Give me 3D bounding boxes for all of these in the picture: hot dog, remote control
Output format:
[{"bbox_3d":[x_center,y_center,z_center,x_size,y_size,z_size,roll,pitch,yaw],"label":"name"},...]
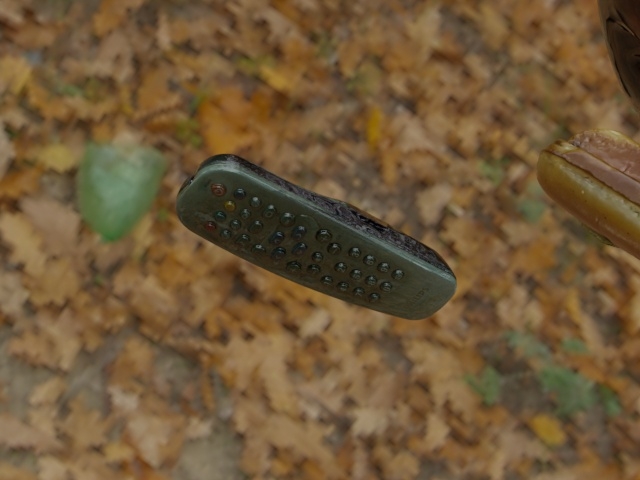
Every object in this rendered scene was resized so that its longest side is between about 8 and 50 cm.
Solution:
[{"bbox_3d":[0.384,-0.016,2.055,0.135,0.100,0.337,-16,41,-40],"label":"hot dog"},{"bbox_3d":[0.000,0.000,1.313,0.222,0.072,0.042,24,40,-25],"label":"remote control"}]

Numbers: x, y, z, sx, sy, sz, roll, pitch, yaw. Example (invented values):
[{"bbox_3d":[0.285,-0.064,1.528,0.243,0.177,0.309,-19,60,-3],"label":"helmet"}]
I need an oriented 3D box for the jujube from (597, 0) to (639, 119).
[{"bbox_3d":[0.222,-0.116,0.948,0.168,0.236,0.168,-1,51,1],"label":"jujube"}]
